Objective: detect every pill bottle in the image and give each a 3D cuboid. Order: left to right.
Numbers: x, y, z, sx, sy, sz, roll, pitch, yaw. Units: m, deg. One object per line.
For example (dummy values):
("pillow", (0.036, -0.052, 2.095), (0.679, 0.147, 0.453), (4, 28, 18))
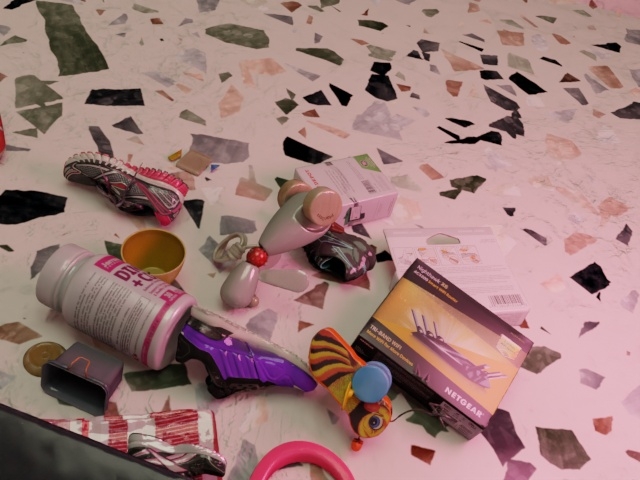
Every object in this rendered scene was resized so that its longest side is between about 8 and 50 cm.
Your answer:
("pill bottle", (-0.401, 0.124, 1.506), (0.283, 0.160, 0.160), (25, 45, 10))

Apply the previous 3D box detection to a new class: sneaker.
("sneaker", (-0.463, -0.124, 1.776), (0.299, 0.121, 0.112), (15, 74, 11))
("sneaker", (-0.252, 0.391, 1.317), (0.178, 0.072, 0.077), (10, 58, 2))
("sneaker", (-0.152, 0.251, 1.500), (0.293, 0.102, 0.146), (29, 80, -12))
("sneaker", (0.000, 0.000, 1.781), (0.267, 0.101, 0.106), (33, 51, 19))

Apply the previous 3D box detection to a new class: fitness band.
("fitness band", (-0.041, 0.482, 1.330), (0.209, 0.054, 0.291), (19, 43, 8))

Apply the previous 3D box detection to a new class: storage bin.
("storage bin", (-0.437, 0.247, 1.431), (0.135, 0.098, 0.091), (21, 34, 6))

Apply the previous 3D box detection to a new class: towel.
("towel", (-0.335, 0.408, 1.333), (0.329, 0.037, 0.237), (-1, 47, -16))

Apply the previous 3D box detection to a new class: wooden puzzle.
("wooden puzzle", (-0.323, -0.199, 1.953), (0.116, 0.014, 0.078), (30, 51, 15))

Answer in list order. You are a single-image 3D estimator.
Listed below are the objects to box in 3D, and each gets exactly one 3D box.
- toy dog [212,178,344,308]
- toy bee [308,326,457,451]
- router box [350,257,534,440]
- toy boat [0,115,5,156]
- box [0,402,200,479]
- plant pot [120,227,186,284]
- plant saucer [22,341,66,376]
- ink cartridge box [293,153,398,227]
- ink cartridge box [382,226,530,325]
("toy dog", (-0.067, 0.018, 1.680), (0.161, 0.333, 0.220), (41, 15, -32))
("toy bee", (0.078, 0.308, 1.449), (0.298, 0.195, 0.162), (36, 91, 31))
("router box", (0.253, 0.219, 1.587), (0.309, 0.081, 0.243), (36, 56, 7))
("toy boat", (-0.836, -0.295, 1.812), (0.151, 0.151, 0.231), (-9, 49, -23))
("box", (-0.452, 0.455, 0.962), (0.471, 0.297, 0.480), (20, 69, 3))
("plant pot", (-0.357, 0.054, 1.634), (0.134, 0.095, 0.134), (8, 45, -8))
("plant saucer", (-0.530, 0.225, 1.477), (0.083, 0.015, 0.083), (8, 45, -8))
("ink cartridge box", (0.056, -0.120, 1.917), (0.219, 0.093, 0.160), (-14, 51, -26))
("ink cartridge box", (0.306, 0.086, 1.798), (0.296, 0.066, 0.261), (-1, 48, -17))
